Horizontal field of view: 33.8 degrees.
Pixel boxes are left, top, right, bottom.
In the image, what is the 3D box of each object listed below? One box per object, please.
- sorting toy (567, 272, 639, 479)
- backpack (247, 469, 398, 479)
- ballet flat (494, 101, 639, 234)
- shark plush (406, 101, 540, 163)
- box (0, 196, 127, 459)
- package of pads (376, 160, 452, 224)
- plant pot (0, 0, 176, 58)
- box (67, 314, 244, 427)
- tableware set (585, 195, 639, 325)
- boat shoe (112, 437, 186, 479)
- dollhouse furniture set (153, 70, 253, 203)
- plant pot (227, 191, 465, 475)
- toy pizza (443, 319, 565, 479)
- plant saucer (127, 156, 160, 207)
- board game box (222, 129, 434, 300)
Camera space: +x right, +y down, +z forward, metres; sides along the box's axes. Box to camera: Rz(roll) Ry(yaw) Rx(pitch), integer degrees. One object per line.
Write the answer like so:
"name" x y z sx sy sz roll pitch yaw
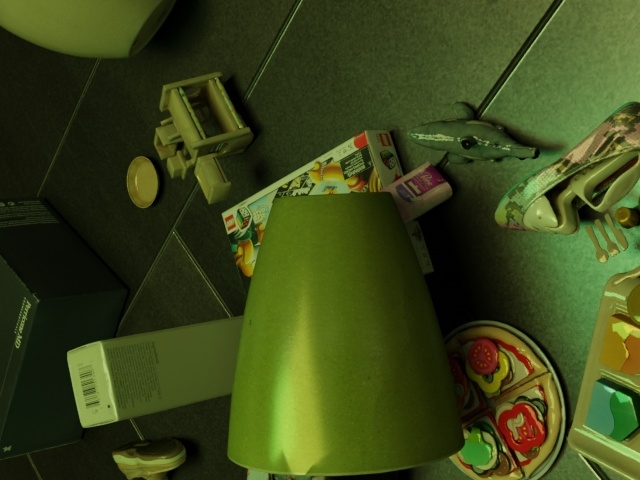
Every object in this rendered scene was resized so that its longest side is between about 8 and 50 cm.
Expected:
"sorting toy" 0.354 0.160 1.084 0.193 0.038 0.208 25 111 41
"backpack" -0.005 0.311 1.368 0.188 0.165 0.145 6 94 48
"ballet flat" 0.273 -0.056 1.113 0.221 0.076 0.079 -41 48 36
"shark plush" 0.178 -0.105 1.210 0.161 0.067 0.073 33 116 38
"box" -0.533 0.149 1.865 0.312 0.179 0.343 42 122 35
"package of pads" 0.112 -0.054 1.271 0.050 0.083 0.032 52 164 28
"plant pot" -0.325 -0.382 1.576 0.191 0.284 0.284 37 126 -4
"box" -0.206 0.179 1.474 0.094 0.275 0.113 -20 79 44
"tableware set" 0.344 0.023 1.072 0.104 0.024 0.154 -35 59 25
"boat shoe" -0.269 0.366 1.715 0.190 0.068 0.072 -13 97 54
"dollhouse furniture set" -0.159 -0.124 1.553 0.182 0.101 0.161 63 156 19
"plant pot" 0.020 0.093 1.217 0.274 0.274 0.294 -3 91 45
"toy pizza" 0.198 0.195 1.247 0.201 0.032 0.201 6 98 44
"plant saucer" -0.284 -0.095 1.707 0.083 0.015 0.084 7 99 45
"board game box" 0.000 0.000 1.408 0.305 0.053 0.193 -27 76 43
